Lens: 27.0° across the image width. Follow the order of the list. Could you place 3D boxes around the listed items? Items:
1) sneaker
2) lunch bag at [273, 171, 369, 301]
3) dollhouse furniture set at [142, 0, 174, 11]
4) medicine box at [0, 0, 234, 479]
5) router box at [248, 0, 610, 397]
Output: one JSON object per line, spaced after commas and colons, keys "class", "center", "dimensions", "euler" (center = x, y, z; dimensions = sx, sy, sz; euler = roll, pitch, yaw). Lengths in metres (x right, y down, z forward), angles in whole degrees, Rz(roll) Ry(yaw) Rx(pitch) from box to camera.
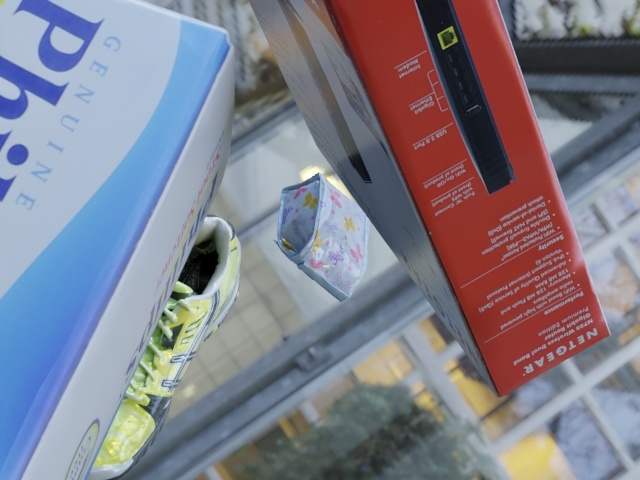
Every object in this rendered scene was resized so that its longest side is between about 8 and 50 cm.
{"class": "sneaker", "center": [-0.217, 0.117, 1.601], "dimensions": [0.145, 0.384, 0.147], "euler": [23, -35, 6]}
{"class": "lunch bag", "center": [0.000, 0.000, 1.076], "dimensions": [0.071, 0.053, 0.083], "euler": [37, 42, -37]}
{"class": "dollhouse furniture set", "center": [-0.237, -0.186, 1.010], "dimensions": [0.242, 0.161, 0.212], "euler": [47, -53, 1]}
{"class": "medicine box", "center": [-0.221, -0.009, 0.646], "dimensions": [0.289, 0.263, 0.149], "euler": [19, -29, 5]}
{"class": "router box", "center": [0.035, -0.113, 0.836], "dimensions": [0.301, 0.082, 0.335], "euler": [64, -4, -36]}
